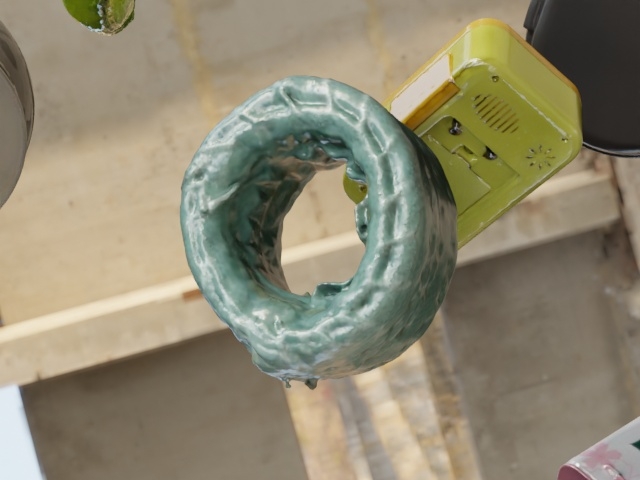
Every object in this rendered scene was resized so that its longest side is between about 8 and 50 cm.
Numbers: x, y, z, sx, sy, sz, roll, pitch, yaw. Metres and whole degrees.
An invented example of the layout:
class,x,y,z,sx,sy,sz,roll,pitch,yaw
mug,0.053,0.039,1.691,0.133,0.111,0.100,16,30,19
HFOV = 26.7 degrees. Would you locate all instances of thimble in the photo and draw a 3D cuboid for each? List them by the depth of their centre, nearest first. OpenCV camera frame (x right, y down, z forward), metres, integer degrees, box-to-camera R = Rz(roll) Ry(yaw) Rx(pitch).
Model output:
class,x,y,z,sx,sy,sz,roll,pitch,yaw
thimble,0.000,0.000,1.048,0.143,0.198,0.235,28,-112,-66

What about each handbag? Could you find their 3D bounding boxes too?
class,x,y,z,sx,sy,sz,roll,pitch,yaw
handbag,0.372,-0.252,1.581,0.093,0.253,0.308,-38,-32,-70

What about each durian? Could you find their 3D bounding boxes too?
class,x,y,z,sx,sy,sz,roll,pitch,yaw
durian,-0.315,-0.391,1.928,0.250,0.101,0.139,92,-162,-53

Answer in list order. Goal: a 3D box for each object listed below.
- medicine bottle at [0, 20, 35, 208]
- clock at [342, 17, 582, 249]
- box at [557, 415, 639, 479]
class,x,y,z,sx,sy,sz,roll,pitch,yaw
medicine bottle,-0.132,-0.047,0.418,0.140,0.079,0.079,-140,33,-62
clock,0.128,-0.090,1.230,0.143,0.202,0.096,40,-147,-17
box,0.443,0.233,1.416,0.190,0.369,0.112,44,145,38
